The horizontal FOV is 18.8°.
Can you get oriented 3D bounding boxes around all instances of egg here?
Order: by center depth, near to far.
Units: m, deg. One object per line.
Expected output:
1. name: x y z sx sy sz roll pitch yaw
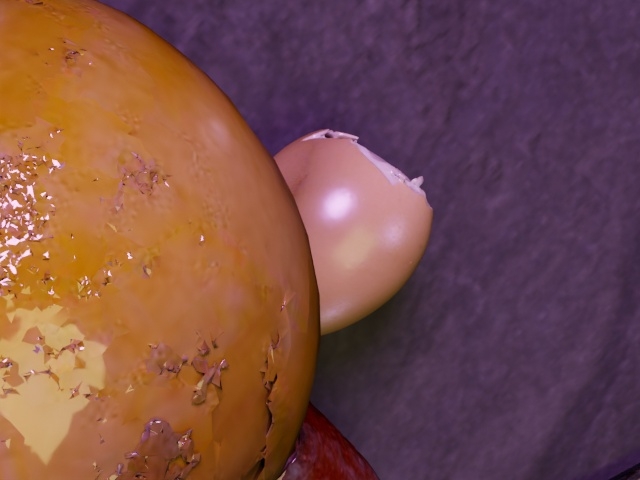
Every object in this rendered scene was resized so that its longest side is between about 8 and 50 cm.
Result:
1. egg: 0.000 0.000 0.830 0.096 0.080 0.080 -48 129 -1

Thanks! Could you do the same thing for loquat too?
1. loquat: -0.116 0.021 0.686 0.235 0.235 0.235 -14 124 -21

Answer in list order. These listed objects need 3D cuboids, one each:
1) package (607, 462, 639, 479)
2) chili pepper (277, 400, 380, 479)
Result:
1. package: 0.240 0.161 1.088 0.232 0.040 0.166 -25 128 -12
2. chili pepper: -0.027 0.147 0.902 0.253 0.136 0.144 49 44 -49
